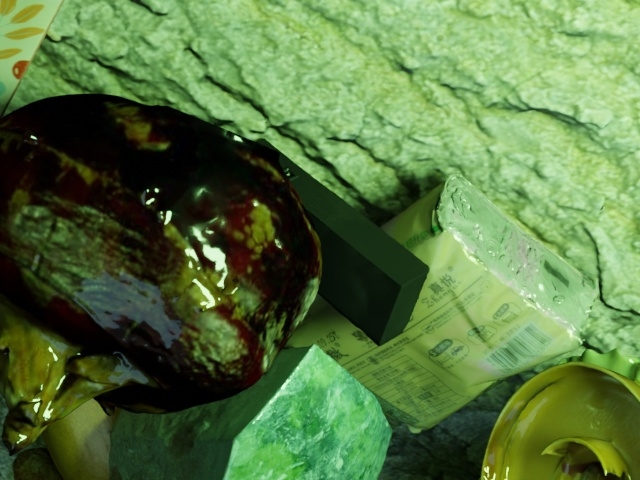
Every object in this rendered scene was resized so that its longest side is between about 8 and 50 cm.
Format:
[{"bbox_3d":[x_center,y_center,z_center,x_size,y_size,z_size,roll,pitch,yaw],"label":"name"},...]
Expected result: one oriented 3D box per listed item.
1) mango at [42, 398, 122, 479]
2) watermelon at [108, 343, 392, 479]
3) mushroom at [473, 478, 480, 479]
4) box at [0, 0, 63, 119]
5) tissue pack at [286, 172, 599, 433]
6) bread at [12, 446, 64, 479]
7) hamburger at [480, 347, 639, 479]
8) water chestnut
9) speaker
[{"bbox_3d":[-0.198,0.216,1.851,0.187,0.144,0.359,-38,116,3],"label":"mango"},{"bbox_3d":[-0.100,0.218,1.722,0.228,0.258,0.387,4,129,-48],"label":"watermelon"},{"bbox_3d":[0.221,0.435,1.882,0.353,0.353,0.325,11,176,2],"label":"mushroom"},{"bbox_3d":[-0.410,-0.225,1.418,0.345,0.122,0.385,12,139,-26],"label":"box"},{"bbox_3d":[0.112,0.075,1.666,0.215,0.123,0.257,37,129,-20],"label":"tissue pack"},{"bbox_3d":[-0.279,0.312,1.958,0.193,0.193,0.064,42,86,-26],"label":"bread"},{"bbox_3d":[0.307,0.245,1.638,0.212,0.274,0.274,11,143,-41],"label":"hamburger"},{"bbox_3d":[-0.187,0.038,1.490,0.335,0.347,0.335,27,166,7],"label":"water chestnut"},{"bbox_3d":[0.000,0.000,1.584,0.218,0.044,0.082,39,133,24],"label":"speaker"}]
